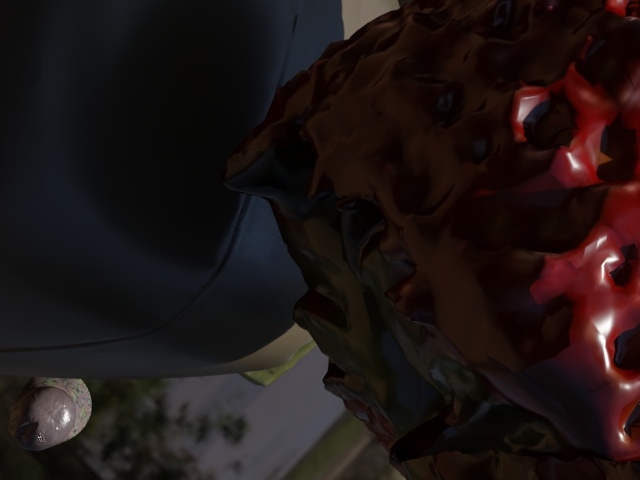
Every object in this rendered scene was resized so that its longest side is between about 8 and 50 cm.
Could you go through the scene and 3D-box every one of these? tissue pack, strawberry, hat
[{"bbox_3d":[-0.179,-0.080,0.835,0.277,0.387,0.267,25,74,-56],"label":"tissue pack"},{"bbox_3d":[0.106,-0.005,0.627,0.257,0.261,0.261,-29,167,-13],"label":"strawberry"},{"bbox_3d":[-0.200,0.126,1.377,0.042,0.058,0.087,-24,-175,41],"label":"hat"}]

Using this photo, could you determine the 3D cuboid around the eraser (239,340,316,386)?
[{"bbox_3d":[0.000,0.000,1.135,0.172,0.058,0.117,-43,-154,29],"label":"eraser"}]
